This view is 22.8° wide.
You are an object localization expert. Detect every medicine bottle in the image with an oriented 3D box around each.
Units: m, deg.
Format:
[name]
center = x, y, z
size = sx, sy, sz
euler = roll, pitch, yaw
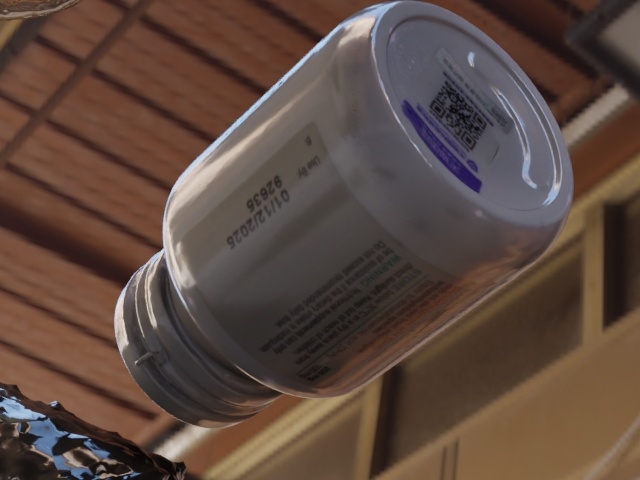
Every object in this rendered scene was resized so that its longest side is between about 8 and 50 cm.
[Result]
[medicine bottle]
center = 0.000, 0.000, 0.735
size = 0.135, 0.135, 0.215
euler = 34, -50, -21

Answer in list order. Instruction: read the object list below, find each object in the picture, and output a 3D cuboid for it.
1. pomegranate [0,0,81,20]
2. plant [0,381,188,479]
[pomegranate]
center = -0.160, -0.247, 0.936
size = 0.204, 0.276, 0.222
euler = 51, -56, 19
[plant]
center = -0.118, 0.197, 0.734
size = 0.312, 0.213, 0.215
euler = 29, -8, 7
